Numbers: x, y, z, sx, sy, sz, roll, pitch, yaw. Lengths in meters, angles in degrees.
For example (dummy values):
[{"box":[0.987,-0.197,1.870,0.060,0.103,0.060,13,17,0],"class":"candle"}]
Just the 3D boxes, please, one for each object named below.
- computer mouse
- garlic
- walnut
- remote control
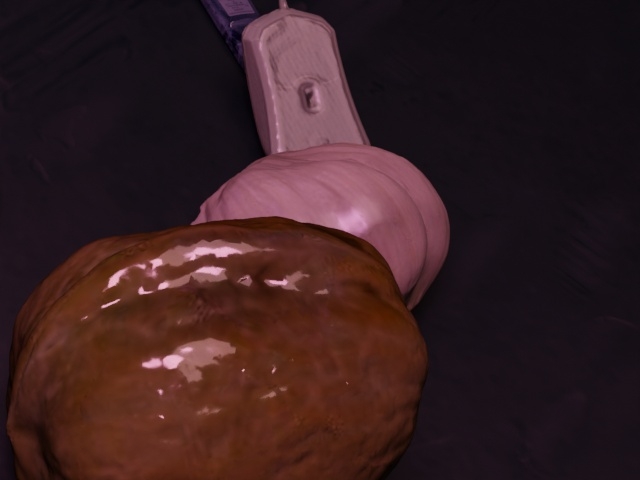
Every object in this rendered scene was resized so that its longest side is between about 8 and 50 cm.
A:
[{"box":[-0.018,-0.119,1.368,0.089,0.056,0.182,-9,77,-25],"class":"computer mouse"},{"box":[0.000,0.000,1.229,0.229,0.143,0.178,-36,82,-25],"class":"garlic"},{"box":[-0.068,0.104,1.059,0.283,0.283,0.227,-1,25,-24],"class":"walnut"},{"box":[-0.062,-0.179,1.439,0.043,0.027,0.152,-17,59,-26],"class":"remote control"}]
